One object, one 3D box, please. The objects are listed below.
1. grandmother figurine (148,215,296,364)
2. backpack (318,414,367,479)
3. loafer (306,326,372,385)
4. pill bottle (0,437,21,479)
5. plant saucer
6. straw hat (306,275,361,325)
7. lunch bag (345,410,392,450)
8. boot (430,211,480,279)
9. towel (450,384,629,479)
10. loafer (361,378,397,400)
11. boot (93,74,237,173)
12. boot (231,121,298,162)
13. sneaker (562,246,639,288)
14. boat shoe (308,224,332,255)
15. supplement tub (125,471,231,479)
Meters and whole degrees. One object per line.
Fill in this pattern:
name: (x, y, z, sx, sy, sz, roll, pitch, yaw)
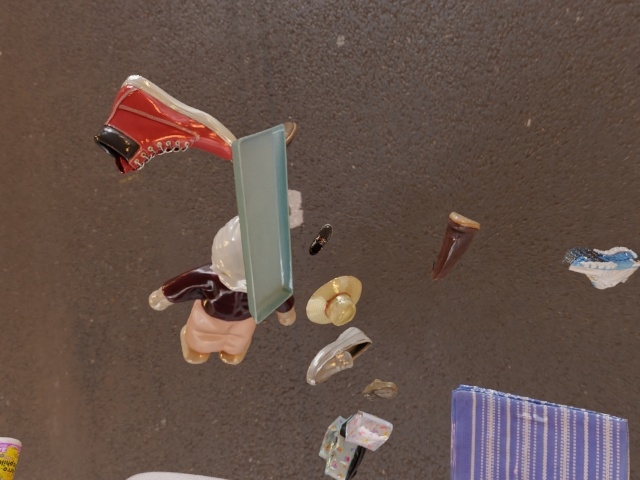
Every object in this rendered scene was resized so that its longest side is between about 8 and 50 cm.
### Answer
grandmother figurine: (-0.130, 0.081, 0.641, 0.342, 0.207, 0.104, -56, 42, 50)
backpack: (0.077, 0.687, 1.497, 0.144, 0.166, 0.189, 12, 90, 18)
loafer: (0.075, 0.451, 1.755, 0.111, 0.319, 0.112, 24, 133, 35)
pill bottle: (-0.393, 0.285, 0.544, 0.043, 0.043, 0.083, -22, 51, 15)
plant saucer: (-0.055, -0.013, 0.449, 0.018, 0.067, 0.192, 14, 121, 29)
straw hat: (0.044, 0.153, 1.018, 0.144, 0.144, 0.061, -48, 44, 10)
lunch bag: (0.100, 0.383, 0.927, 0.071, 0.053, 0.083, 22, 130, -8)
boot: (0.396, 0.029, 1.368, 0.090, 0.248, 0.207, 29, 96, 23)
towel: (0.432, 0.448, 0.933, 0.335, 0.040, 0.243, 0, 85, 36)
loafer: (0.175, 0.435, 1.340, 0.056, 0.050, 0.148, 41, 143, -12)
boot: (-0.289, -0.177, 0.871, 0.244, 0.088, 0.176, 26, 67, -24)
boot: (-0.153, -0.279, 1.306, 0.115, 0.305, 0.112, 34, 131, -8)
sneaker: (0.560, 0.063, 0.909, 0.190, 0.071, 0.083, 2, 120, -18)
boat shoe: (0.002, 0.001, 1.667, 0.049, 0.042, 0.133, 35, 110, 5)
supplement tub: (-0.183, 0.480, 0.565, 0.228, 0.228, 0.316, -6, 53, 17)
